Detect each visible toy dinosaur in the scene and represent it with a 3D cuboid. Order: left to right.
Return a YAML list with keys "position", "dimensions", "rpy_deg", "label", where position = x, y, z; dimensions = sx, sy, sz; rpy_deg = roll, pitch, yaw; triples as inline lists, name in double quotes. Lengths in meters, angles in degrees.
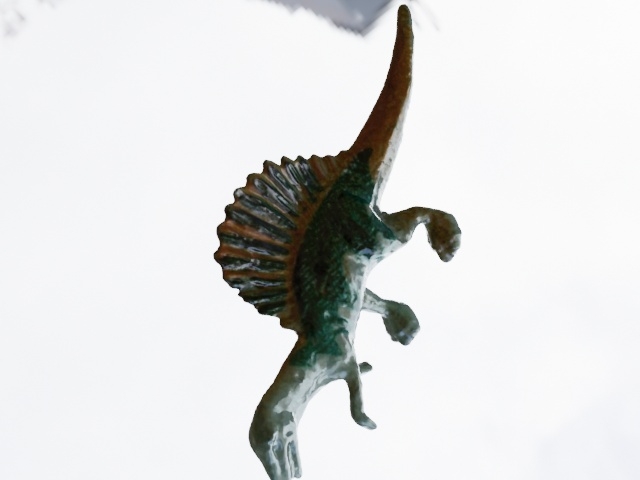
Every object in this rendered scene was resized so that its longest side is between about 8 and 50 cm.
- position: [0.002, -0.001, 0.720]
  dimensions: [0.044, 0.106, 0.187]
  rpy_deg: [3, -85, 52]
  label: "toy dinosaur"
